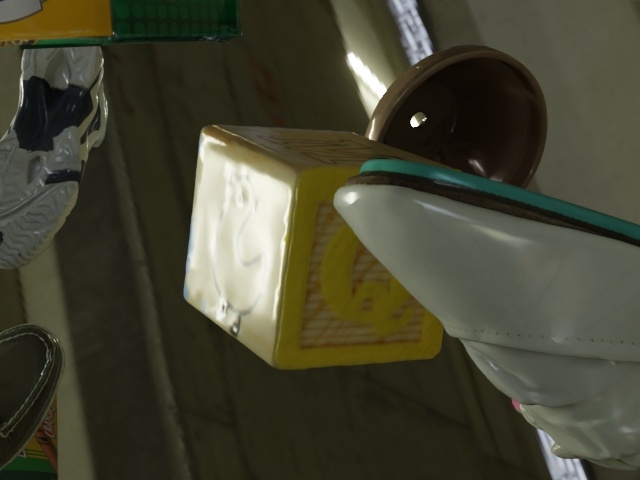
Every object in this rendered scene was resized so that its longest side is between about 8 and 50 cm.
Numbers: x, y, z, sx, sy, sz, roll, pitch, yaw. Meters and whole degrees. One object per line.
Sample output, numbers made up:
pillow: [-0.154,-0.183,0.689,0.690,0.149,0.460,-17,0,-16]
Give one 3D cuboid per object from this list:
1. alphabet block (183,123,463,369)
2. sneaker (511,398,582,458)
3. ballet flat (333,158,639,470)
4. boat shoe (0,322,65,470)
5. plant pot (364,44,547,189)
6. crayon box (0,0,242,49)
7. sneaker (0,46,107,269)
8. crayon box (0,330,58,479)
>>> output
alphabet block: [0.000,0.000,1.105,0.197,0.193,0.193,26,114,55]
sneaker: [0.212,0.110,1.027,0.252,0.111,0.103,60,-161,-20]
ballet flat: [0.193,0.062,0.564,0.400,0.139,0.139,12,-142,-12]
boat shoe: [-0.357,0.192,1.069,0.109,0.305,0.091,42,160,4]
plant pot: [0.137,-0.123,1.335,0.237,0.237,0.110,52,175,-39]
crayon box: [-0.170,-0.155,0.448,0.081,0.278,0.165,-19,-71,-61]
sneaker: [-0.259,-0.081,1.100,0.153,0.094,0.235,100,178,-82]
crayon box: [-0.508,0.214,1.515,0.313,0.106,0.363,32,-166,-25]
